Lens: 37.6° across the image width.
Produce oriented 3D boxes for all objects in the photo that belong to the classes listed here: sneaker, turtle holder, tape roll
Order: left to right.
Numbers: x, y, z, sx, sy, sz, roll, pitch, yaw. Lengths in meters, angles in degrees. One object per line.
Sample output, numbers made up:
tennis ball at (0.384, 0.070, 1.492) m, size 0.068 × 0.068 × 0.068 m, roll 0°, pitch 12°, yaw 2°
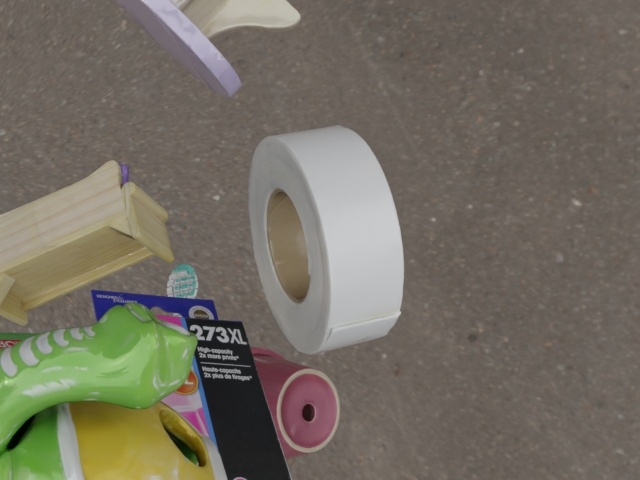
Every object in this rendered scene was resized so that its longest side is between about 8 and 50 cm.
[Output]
turtle holder at (-0.192, 0.192, 0.725) m, size 0.227 × 0.243 × 0.320 m, roll 2°, pitch 95°, yaw -22°
sneaker at (-0.274, 0.132, 1.887) m, size 0.065 × 0.076 × 0.166 m, roll -2°, pitch 76°, yaw -6°
tape roll at (0.000, 0.000, 1.204) m, size 0.100 × 0.286 × 0.286 m, roll -11°, pitch 98°, yaw -22°

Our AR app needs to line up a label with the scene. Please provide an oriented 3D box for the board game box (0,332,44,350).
board game box at (-0.353, 0.241, 0.998) m, size 0.213 × 0.046 × 0.317 m, roll 5°, pitch 115°, yaw -46°

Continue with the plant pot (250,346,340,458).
plant pot at (-0.074, 0.268, 1.496) m, size 0.201 × 0.180 × 0.201 m, roll 8°, pitch 77°, yaw -40°

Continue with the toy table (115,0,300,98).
toy table at (-0.173, -0.348, 1.307) m, size 0.161 × 0.252 × 0.274 m, roll -46°, pitch 105°, yaw -7°

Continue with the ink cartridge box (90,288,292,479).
ink cartridge box at (-0.155, 0.183, 1.104) m, size 0.176 × 0.371 × 0.069 m, roll 8°, pitch 129°, yaw -30°

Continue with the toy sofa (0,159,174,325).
toy sofa at (-0.478, 0.007, 1.805) m, size 0.362 × 0.150 × 0.177 m, roll -23°, pitch 63°, yaw 9°
